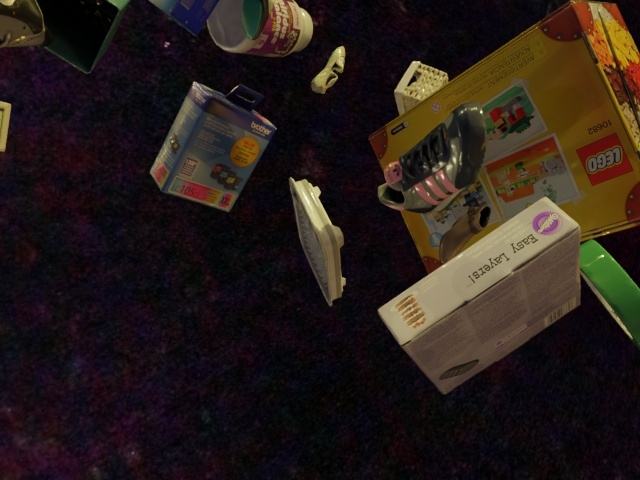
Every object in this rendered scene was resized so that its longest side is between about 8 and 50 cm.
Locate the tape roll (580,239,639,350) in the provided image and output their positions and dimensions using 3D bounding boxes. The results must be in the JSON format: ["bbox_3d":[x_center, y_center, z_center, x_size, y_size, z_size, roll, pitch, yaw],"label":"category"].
[{"bbox_3d":[0.790,0.147,1.357,0.077,0.321,0.321,-36,78,18],"label":"tape roll"}]

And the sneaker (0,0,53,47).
[{"bbox_3d":[-0.284,-0.141,0.406,0.086,0.132,0.228,41,124,28],"label":"sneaker"}]

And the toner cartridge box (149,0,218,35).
[{"bbox_3d":[-0.227,-0.624,1.085,0.075,0.165,0.347,36,99,2],"label":"toner cartridge box"}]

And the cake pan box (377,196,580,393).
[{"bbox_3d":[0.235,0.089,0.699,0.267,0.246,0.070,-36,54,6],"label":"cake pan box"}]

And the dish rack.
[{"bbox_3d":[0.000,0.000,1.450,0.332,0.072,0.285,84,163,-52],"label":"dish rack"}]

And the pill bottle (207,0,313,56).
[{"bbox_3d":[-0.151,-0.593,1.395,0.169,0.301,0.169,10,109,30],"label":"pill bottle"}]

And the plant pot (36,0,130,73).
[{"bbox_3d":[-0.500,-0.507,1.088,0.165,0.234,0.165,31,122,-21],"label":"plant pot"}]

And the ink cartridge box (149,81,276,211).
[{"bbox_3d":[-0.330,-0.317,1.630,0.151,0.270,0.395,43,108,41],"label":"ink cartridge box"}]

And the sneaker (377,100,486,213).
[{"bbox_3d":[0.184,-0.125,0.888,0.131,0.319,0.112,-1,69,-5],"label":"sneaker"}]

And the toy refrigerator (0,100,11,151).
[{"bbox_3d":[-0.733,-0.235,0.942,0.094,0.269,0.102,18,100,25],"label":"toy refrigerator"}]

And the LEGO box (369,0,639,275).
[{"bbox_3d":[0.385,-0.161,1.023,0.500,0.193,0.372,-25,87,50],"label":"LEGO box"}]

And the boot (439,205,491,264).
[{"bbox_3d":[0.267,-0.014,0.936,0.042,0.118,0.087,33,152,-14],"label":"boot"}]

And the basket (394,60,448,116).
[{"bbox_3d":[0.279,-0.380,1.376,0.103,0.167,0.113,27,80,25],"label":"basket"}]

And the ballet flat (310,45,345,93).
[{"bbox_3d":[0.036,-0.485,1.467,0.052,0.057,0.168,29,76,20],"label":"ballet flat"}]

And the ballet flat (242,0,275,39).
[{"bbox_3d":[-0.129,-0.538,1.104,0.074,0.074,0.203,33,142,24],"label":"ballet flat"}]
